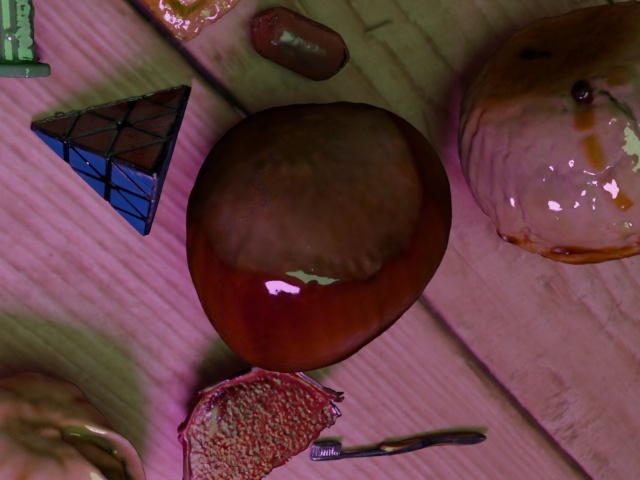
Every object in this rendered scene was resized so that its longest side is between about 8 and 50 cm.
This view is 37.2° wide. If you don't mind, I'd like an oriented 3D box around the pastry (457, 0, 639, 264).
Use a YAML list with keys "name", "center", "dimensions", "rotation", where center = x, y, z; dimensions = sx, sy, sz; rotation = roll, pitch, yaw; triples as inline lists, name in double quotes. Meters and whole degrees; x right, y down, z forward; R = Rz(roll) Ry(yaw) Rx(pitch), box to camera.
- name: "pastry"
  center: [0.382, -0.135, 1.310]
  dimensions: [0.388, 0.388, 0.313]
  rotation: [-40, 125, -9]

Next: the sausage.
- name: "sausage"
  center: [-0.026, -0.260, 1.261]
  dimensions: [0.141, 0.076, 0.076]
  rotation: [22, 96, -28]

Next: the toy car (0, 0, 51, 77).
- name: "toy car"
  center: [-0.485, -0.240, 0.989]
  dimensions: [0.358, 0.176, 0.214]
  rotation: [-8, 108, -38]

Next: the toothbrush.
- name: "toothbrush"
  center: [0.131, 0.331, 1.535]
  dimensions: [0.320, 0.023, 0.031]
  rotation: [2, 107, -24]

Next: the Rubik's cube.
- name: "Rubik's cube"
  center: [-0.218, -0.091, 1.235]
  dimensions: [0.190, 0.211, 0.178]
  rotation: [-41, 143, -35]

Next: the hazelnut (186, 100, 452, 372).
- name: "hazelnut"
  center: [-0.002, -0.007, 1.213]
  dimensions: [0.365, 0.366, 0.366]
  rotation: [-7, 108, -22]

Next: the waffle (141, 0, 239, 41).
- name: "waffle"
  center: [-0.192, -0.384, 1.124]
  dimensions: [0.168, 0.057, 0.274]
  rotation: [-34, 119, 19]

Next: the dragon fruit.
- name: "dragon fruit"
  center: [-0.114, 0.248, 1.353]
  dimensions: [0.274, 0.126, 0.161]
  rotation: [-34, 106, -22]

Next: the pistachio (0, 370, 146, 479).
- name: "pistachio"
  center: [-0.347, 0.311, 1.209]
  dimensions: [0.238, 0.229, 0.321]
  rotation: [-12, 124, 25]
